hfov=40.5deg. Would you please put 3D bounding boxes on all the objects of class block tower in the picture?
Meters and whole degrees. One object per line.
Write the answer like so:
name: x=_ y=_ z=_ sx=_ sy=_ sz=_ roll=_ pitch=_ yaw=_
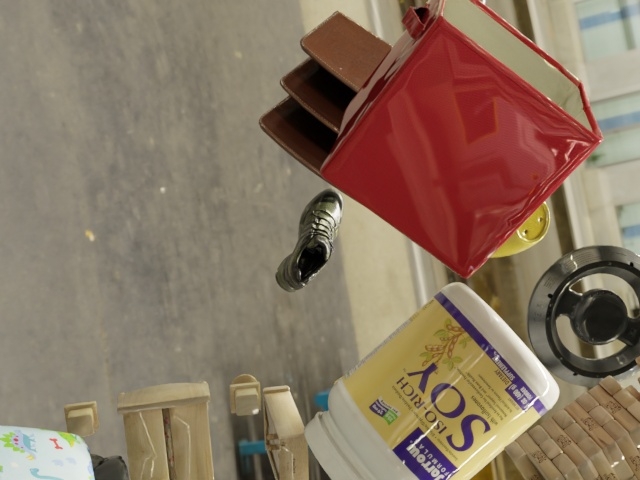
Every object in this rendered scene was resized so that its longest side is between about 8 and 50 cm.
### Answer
block tower: x=0.382 y=0.193 z=0.982 sx=0.091 sy=0.335 sz=0.097 roll=56 pitch=0 yaw=-24

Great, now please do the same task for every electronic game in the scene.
electronic game: x=0.435 y=0.119 z=1.361 sx=0.048 sy=0.229 sz=0.229 roll=-120 pitch=-166 yaw=-78

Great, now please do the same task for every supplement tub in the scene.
supplement tub: x=0.163 y=0.251 z=1.313 sx=0.241 sy=0.331 sz=0.241 roll=48 pitch=2 yaw=-2

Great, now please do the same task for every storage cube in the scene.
storage cube: x=0.136 y=-0.118 z=0.876 sx=0.215 sy=0.193 sz=0.184 roll=34 pitch=28 yaw=-9

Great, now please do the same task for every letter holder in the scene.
letter holder: x=0.071 y=-0.207 z=1.454 sx=0.214 sy=0.302 sz=0.152 roll=-44 pitch=164 yaw=-34

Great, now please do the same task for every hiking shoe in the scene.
hiking shoe: x=0.000 y=0.000 z=1.697 sx=0.086 sy=0.114 sz=0.227 roll=30 pitch=75 yaw=-23

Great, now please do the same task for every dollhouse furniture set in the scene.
dollhouse furniture set: x=-0.208 y=0.355 z=1.395 sx=0.174 sy=0.355 sz=0.303 roll=-128 pitch=-146 yaw=-71

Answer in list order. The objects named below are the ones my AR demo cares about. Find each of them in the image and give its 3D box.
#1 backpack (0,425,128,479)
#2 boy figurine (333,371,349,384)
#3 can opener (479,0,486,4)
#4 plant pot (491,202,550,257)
backpack: x=-0.391 y=0.337 z=0.986 sx=0.290 sy=0.355 sz=0.273 roll=-123 pitch=-145 yaw=-60
boy figurine: x=0.085 y=0.397 z=1.789 sx=0.177 sy=0.092 sz=0.285 roll=-133 pitch=-148 yaw=-56
can opener: x=0.202 y=-0.309 z=1.117 sx=0.076 sy=0.095 sz=0.283 roll=3 pitch=94 yaw=-50
plant pot: x=0.278 y=-0.035 z=1.272 sx=0.134 sy=0.095 sz=0.134 roll=-4 pitch=99 yaw=-28
